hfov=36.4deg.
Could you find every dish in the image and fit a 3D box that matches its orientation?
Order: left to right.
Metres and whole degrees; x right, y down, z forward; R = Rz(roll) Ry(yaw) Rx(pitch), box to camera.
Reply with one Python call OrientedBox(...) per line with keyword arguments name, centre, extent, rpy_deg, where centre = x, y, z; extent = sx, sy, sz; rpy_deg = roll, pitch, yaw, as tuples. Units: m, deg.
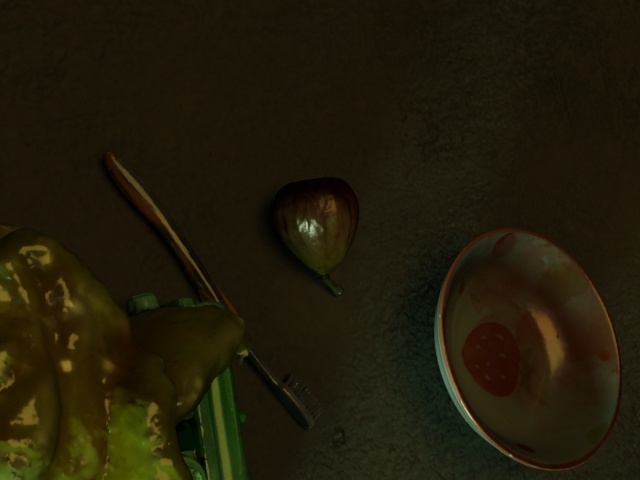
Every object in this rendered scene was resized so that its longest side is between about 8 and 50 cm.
OrientedBox(name="dish", centre=(0.205, 0.121, 1.050), extent=(0.260, 0.085, 0.260), rpy_deg=(13, 65, -31))

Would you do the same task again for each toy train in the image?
OrientedBox(name="toy train", centre=(-0.109, 0.166, 0.830), extent=(0.119, 0.085, 0.251), rpy_deg=(0, 75, -39))

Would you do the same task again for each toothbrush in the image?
OrientedBox(name="toothbrush", centre=(-0.101, 0.048, 0.908), extent=(0.321, 0.023, 0.031), rpy_deg=(52, 47, -9))

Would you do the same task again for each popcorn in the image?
OrientedBox(name="popcorn", centre=(-0.193, 0.133, 0.629), extent=(0.321, 0.290, 0.325), rpy_deg=(-45, 64, -8))

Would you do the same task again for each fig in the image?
OrientedBox(name="fig", centre=(0.000, 0.000, 0.965), extent=(0.089, 0.089, 0.125), rpy_deg=(-16, 101, -36))
